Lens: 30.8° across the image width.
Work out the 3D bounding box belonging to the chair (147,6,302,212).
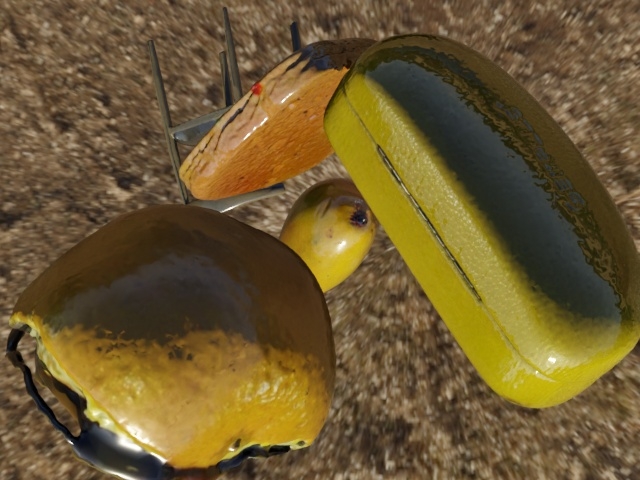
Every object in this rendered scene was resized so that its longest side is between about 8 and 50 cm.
[{"bbox_3d":[-0.119,-0.166,1.651,0.188,0.166,0.272,-12,82,40],"label":"chair"}]

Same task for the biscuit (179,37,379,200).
[{"bbox_3d":[-0.022,-0.143,1.292,0.277,0.262,0.052,-41,77,41],"label":"biscuit"}]

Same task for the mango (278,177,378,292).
[{"bbox_3d":[0.000,0.000,1.626,0.113,0.253,0.138,6,58,-26],"label":"mango"}]

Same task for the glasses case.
[{"bbox_3d":[0.161,-0.036,1.067,0.371,0.173,0.141,59,136,22],"label":"glasses case"}]

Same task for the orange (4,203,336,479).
[{"bbox_3d":[-0.062,0.040,0.554,0.160,0.170,0.112,19,124,-9],"label":"orange"}]
